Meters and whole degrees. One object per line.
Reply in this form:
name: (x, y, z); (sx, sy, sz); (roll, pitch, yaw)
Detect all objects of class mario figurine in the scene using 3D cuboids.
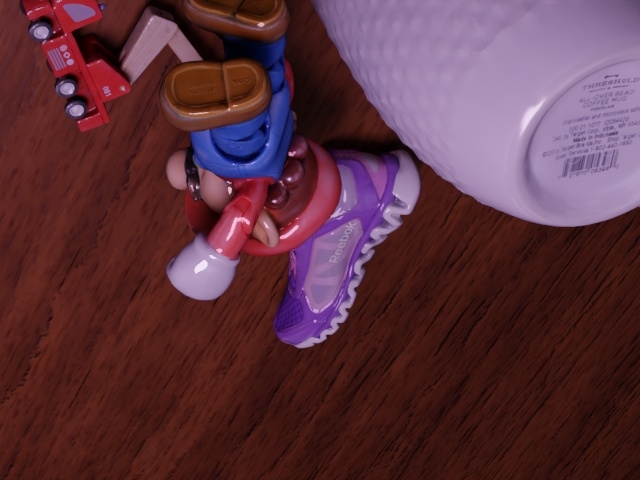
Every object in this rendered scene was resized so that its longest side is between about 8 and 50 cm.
mario figurine: (-0.089, -0.082, 1.179); (0.198, 0.170, 0.320); (-42, 159, -15)

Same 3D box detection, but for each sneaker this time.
sneaker: (0.000, 0.000, 1.428); (0.104, 0.095, 0.236); (16, 117, -27)

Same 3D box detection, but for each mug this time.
mug: (0.205, -0.178, 1.179); (0.374, 0.328, 0.276); (0, 130, -25)

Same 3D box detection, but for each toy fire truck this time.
toy fire truck: (-0.165, -0.158, 1.228); (0.135, 0.047, 0.192); (-22, 135, -5)
